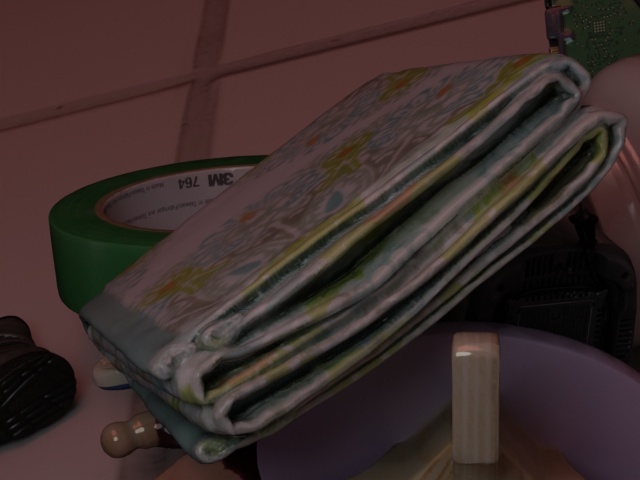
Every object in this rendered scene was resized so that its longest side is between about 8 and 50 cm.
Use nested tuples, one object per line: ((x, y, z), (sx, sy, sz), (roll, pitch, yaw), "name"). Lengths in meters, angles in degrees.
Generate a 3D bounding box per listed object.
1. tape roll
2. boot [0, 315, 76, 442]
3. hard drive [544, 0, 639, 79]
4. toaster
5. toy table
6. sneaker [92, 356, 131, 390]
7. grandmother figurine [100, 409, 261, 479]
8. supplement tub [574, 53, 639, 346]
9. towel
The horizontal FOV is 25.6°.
((-0.083, -0.006, 1.285), (0.321, 0.077, 0.321), (-3, 17, 1), "tape roll")
((-0.347, 0.152, 1.253), (0.246, 0.083, 0.161), (-25, 22, -26), "boot")
((0.389, -0.214, 1.353), (0.339, 0.237, 0.064), (-7, -11, 17), "hard drive")
((0.137, 0.054, 0.998), (0.129, 0.227, 0.146), (-6, 27, -14), "toaster")
((0.090, 0.158, 0.853), (0.274, 0.252, 0.161), (-10, 13, 10), "toy table")
((-0.107, 0.122, 1.141), (0.152, 0.084, 0.058), (-12, 17, -26), "sneaker")
((-0.072, 0.183, 1.025), (0.208, 0.104, 0.342), (34, 48, 22), "grandmother figurine")
((0.334, -0.055, 1.081), (0.316, 0.228, 0.228), (-20, 29, -5), "supplement tub")
((0.000, 0.000, 0.946), (0.320, 0.090, 0.374), (-37, 14, -12), "towel")
